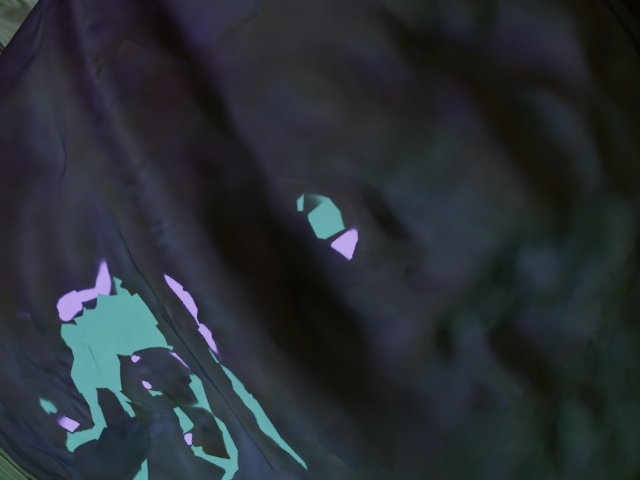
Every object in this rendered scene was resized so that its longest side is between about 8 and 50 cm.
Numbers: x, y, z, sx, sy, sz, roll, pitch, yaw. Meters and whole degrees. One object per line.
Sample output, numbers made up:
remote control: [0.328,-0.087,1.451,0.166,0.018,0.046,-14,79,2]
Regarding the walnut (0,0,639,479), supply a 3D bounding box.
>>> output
walnut: [-0.002,0.001,0.494,0.273,0.227,0.273,16,133,18]
